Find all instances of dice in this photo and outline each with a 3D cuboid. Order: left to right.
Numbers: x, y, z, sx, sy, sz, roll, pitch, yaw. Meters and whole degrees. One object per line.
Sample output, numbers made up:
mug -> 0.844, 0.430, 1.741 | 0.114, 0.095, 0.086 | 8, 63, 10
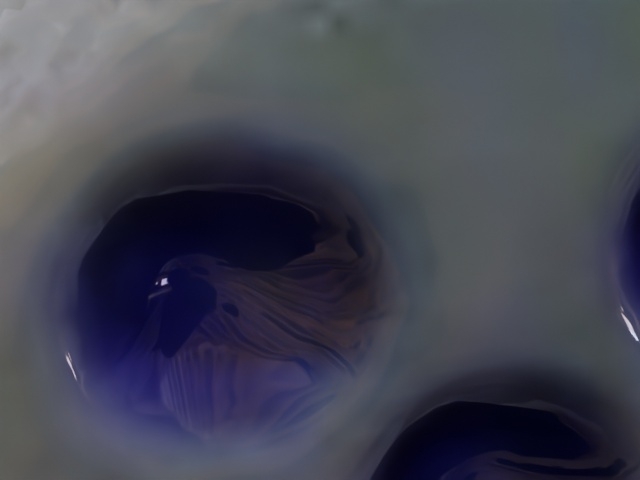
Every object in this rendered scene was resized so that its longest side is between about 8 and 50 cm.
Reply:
dice -> 0.000, 0.000, 0.475 | 0.251, 0.259, 0.243 | -6, 113, -14
